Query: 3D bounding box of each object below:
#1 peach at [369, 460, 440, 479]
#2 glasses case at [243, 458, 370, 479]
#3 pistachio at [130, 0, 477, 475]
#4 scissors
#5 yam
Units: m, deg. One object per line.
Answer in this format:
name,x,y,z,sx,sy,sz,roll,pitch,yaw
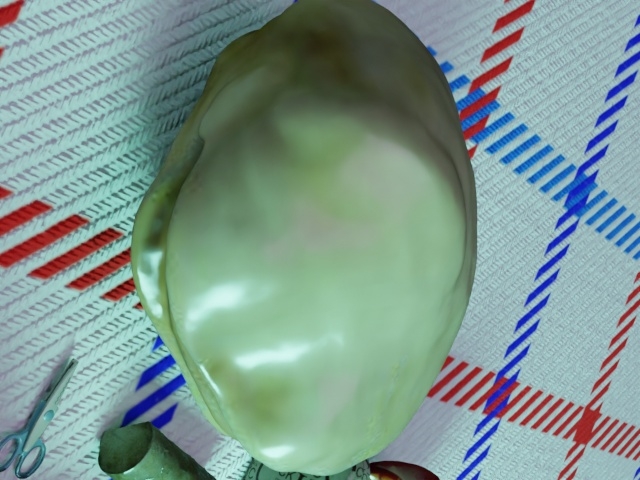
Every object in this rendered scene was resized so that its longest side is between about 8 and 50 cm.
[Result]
peach,0.065,0.371,1.223,0.226,0.196,0.190,-12,78,-42
glasses case,-0.056,0.366,1.120,0.085,0.137,0.355,29,83,-50
pistachio,0.000,0.000,0.928,0.365,0.281,0.446,-11,109,-38
scissors,-0.253,0.161,0.919,0.119,0.014,0.058,-59,143,-7
yam,-0.154,0.243,1.020,0.068,0.068,0.169,-53,135,-19
